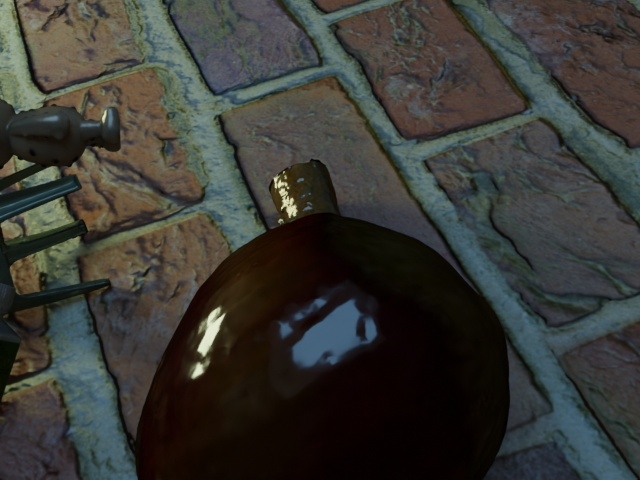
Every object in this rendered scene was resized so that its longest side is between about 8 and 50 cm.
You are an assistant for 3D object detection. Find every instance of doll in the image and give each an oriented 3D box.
[{"bbox_3d":[-0.411,-0.147,1.265,0.278,0.154,0.119,-1,82,-21],"label":"doll"}]

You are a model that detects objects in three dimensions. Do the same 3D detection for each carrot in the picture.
[{"bbox_3d":[0.000,0.000,1.307,0.102,0.102,0.263,-16,48,-5],"label":"carrot"}]

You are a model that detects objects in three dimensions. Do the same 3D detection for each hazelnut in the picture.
[{"bbox_3d":[-0.005,0.161,0.963,0.421,0.353,0.421,-22,13,5],"label":"hazelnut"}]

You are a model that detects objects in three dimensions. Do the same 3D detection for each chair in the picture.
[{"bbox_3d":[-0.470,-0.006,1.333,0.274,0.203,0.190,-18,36,-17],"label":"chair"}]

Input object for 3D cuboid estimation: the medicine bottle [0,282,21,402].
[{"bbox_3d":[-0.468,0.139,1.213,0.132,0.088,0.188,13,82,21],"label":"medicine bottle"}]
